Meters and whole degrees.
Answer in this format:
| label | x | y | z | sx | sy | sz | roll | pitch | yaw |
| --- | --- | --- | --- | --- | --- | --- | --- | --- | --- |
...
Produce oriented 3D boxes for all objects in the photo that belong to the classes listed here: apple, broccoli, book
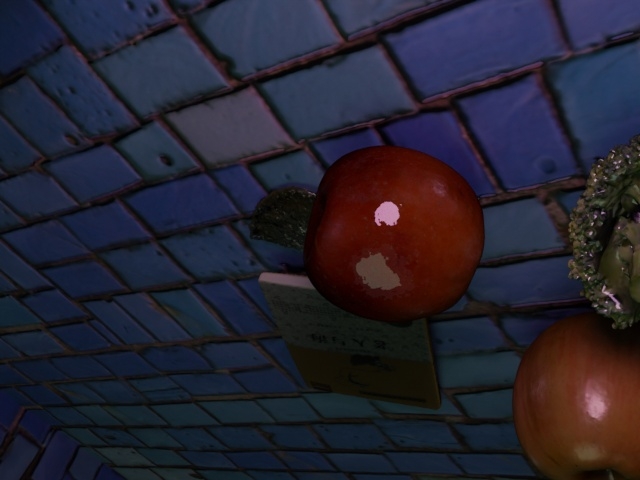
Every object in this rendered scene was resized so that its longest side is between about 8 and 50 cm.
| label | x | y | z | sx | sy | sz | roll | pitch | yaw |
| --- | --- | --- | --- | --- | --- | --- | --- | --- | --- |
| apple | 0.392 | 0.230 | 1.062 | 0.242 | 0.241 | 0.242 | 14 | 140 | 12 |
| apple | 0.085 | -0.007 | 0.943 | 0.201 | 0.218 | 0.218 | 21 | 144 | -10 |
| broccoli | 0.372 | -0.001 | 0.841 | 0.198 | 0.176 | 0.226 | -1 | 153 | 21 |
| book | 0.063 | 0.180 | 1.316 | 0.269 | 0.032 | 0.389 | 6 | 146 | 19 |

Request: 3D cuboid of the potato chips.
| label | x | y | z | sx | sy | sz | roll | pitch | yaw |
| --- | --- | --- | --- | --- | --- | --- | --- | --- | --- |
| potato chips | -0.001 | 0.003 | 1.155 | 0.220 | 0.029 | 0.202 | 37 | 141 | -18 |
